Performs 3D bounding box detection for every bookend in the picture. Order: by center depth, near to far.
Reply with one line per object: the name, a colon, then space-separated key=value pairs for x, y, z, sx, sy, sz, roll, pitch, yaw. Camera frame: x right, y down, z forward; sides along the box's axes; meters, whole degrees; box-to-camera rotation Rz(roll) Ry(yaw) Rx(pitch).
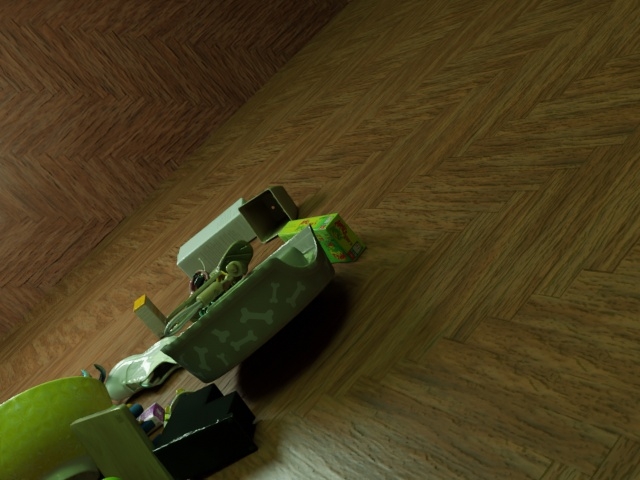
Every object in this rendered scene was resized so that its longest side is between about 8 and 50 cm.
bookend: x=-0.172 y=0.295 z=1.231 sx=0.156 sy=0.072 sz=0.157 roll=-28 pitch=17 yaw=17

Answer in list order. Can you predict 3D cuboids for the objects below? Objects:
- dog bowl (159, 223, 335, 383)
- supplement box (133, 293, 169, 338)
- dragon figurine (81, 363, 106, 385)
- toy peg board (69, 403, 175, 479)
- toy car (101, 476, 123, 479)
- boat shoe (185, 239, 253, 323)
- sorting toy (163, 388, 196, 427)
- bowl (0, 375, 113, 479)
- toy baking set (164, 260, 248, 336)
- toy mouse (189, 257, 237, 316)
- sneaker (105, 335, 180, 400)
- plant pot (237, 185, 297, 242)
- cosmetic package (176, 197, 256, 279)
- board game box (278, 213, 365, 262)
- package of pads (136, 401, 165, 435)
dog bowl: x=-0.119 y=0.118 z=1.338 sx=0.349 sy=0.102 sz=0.349 roll=-41 pitch=2 yaw=2
supplement box: x=-0.417 y=0.188 z=1.852 sx=0.036 sy=0.098 sz=0.062 roll=-37 pitch=19 yaw=2
dragon figurine: x=-0.551 y=0.376 z=1.691 sx=0.289 sy=0.085 sz=0.144 roll=-34 pitch=21 yaw=48
toy peg board: x=-0.320 y=0.345 z=1.290 sx=0.161 sy=0.161 sz=0.079 roll=-25 pitch=11 yaw=38
toy car: x=-0.294 y=0.469 z=1.075 sx=0.155 sy=0.149 sz=0.188 roll=-116 pitch=47 yaw=-73
boat shoe: x=-0.227 y=0.099 z=1.744 sx=0.223 sy=0.080 sz=0.073 roll=-55 pitch=-8 yaw=-2
sorting toy: x=-0.273 y=0.323 z=1.418 sx=0.075 sy=0.045 sz=0.083 roll=-48 pitch=9 yaw=49
bowl: x=-0.507 y=0.411 z=1.431 sx=0.289 sy=0.289 sz=0.156 roll=-41 pitch=63 yaw=1
toy baking set: x=-0.217 y=0.112 z=1.442 sx=0.197 sy=0.030 sz=0.256 roll=-46 pitch=-4 yaw=-4
toy mouse: x=-0.251 y=0.123 z=1.687 sx=0.143 sy=0.161 sz=0.031 roll=-42 pitch=-18 yaw=13
sneaker: x=-0.383 y=0.293 z=1.623 sx=0.212 sy=0.080 sz=0.094 roll=-36 pitch=33 yaw=11
plant pot: x=-0.119 y=-0.077 z=1.867 sx=0.109 sy=0.109 sz=0.096 roll=-30 pitch=11 yaw=28
cosmetic package: x=-0.269 y=0.000 z=2.001 sx=0.231 sy=0.085 sz=0.117 roll=-39 pitch=20 yaw=12
board game box: x=0.000 y=0.000 z=1.499 sx=0.043 sy=0.092 sz=0.181 roll=-52 pitch=23 yaw=-25
package of pads: x=-0.345 y=0.360 z=1.467 sx=0.083 sy=0.032 sz=0.050 roll=-38 pitch=23 yaw=10
